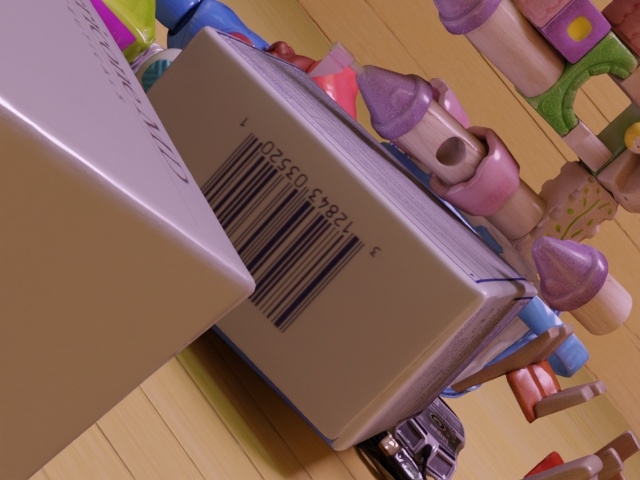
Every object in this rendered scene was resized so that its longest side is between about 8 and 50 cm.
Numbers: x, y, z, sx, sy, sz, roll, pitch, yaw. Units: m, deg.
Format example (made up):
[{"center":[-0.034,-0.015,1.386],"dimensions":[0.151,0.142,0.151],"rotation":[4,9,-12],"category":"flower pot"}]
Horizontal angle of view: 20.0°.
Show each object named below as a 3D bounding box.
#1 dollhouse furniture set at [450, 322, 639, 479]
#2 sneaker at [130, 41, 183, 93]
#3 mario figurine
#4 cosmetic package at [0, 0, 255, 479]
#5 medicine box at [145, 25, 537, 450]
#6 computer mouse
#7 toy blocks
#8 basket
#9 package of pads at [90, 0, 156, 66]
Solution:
[{"center":[0.178,0.213,1.380],"dimensions":[0.262,0.135,0.259],"rotation":[62,15,7],"category":"dollhouse furniture set"},{"center":[-0.127,-0.108,1.412],"dimensions":[0.092,0.087,0.228],"rotation":[49,-6,7],"category":"sneaker"},{"center":[-0.105,-0.151,1.724],"dimensions":[0.320,0.170,0.198],"rotation":[42,43,15],"category":"mario figurine"},{"center":[-0.236,-0.092,0.627],"dimensions":[0.453,0.161,0.230],"rotation":[39,15,-54],"category":"cosmetic package"},{"center":[0.000,0.000,1.315],"dimensions":[0.263,0.149,0.289],"rotation":[44,8,11],"category":"medicine box"},{"center":[0.079,0.171,1.462],"dimensions":[0.106,0.042,0.193],"rotation":[45,15,-2],"category":"computer mouse"},{"center":[0.179,-0.132,1.336],"dimensions":[0.260,0.288,0.309],"rotation":[42,10,-30],"category":"toy blocks"},{"center":[0.114,0.022,1.633],"dimensions":[0.255,0.201,0.289],"rotation":[48,-12,-4],"category":"basket"},{"center":[-0.227,-0.233,1.397],"dimensions":[0.229,0.101,0.296],"rotation":[47,11,-20],"category":"package of pads"}]
